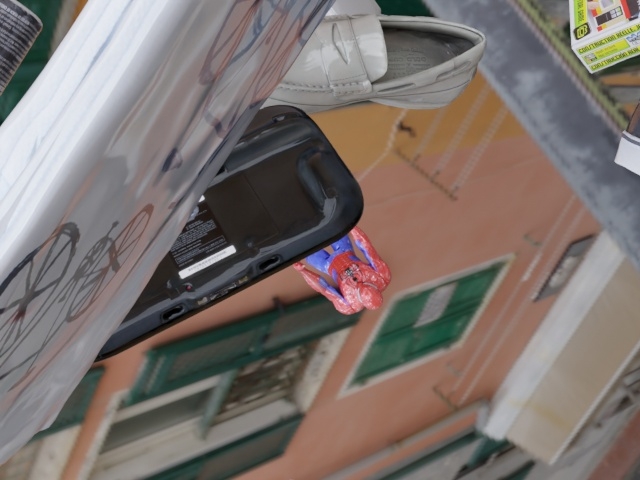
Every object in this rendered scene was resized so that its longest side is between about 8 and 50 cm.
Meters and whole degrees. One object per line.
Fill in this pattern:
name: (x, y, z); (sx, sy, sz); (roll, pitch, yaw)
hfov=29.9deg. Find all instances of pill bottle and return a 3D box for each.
pill bottle: (-0.464, -0.203, 1.490); (0.130, 0.130, 0.245); (29, 86, 35)

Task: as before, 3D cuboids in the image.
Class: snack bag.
snack bag: (-0.083, -0.024, 0.499); (0.037, 0.323, 0.342); (34, 96, 0)

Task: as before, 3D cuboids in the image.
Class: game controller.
game controller: (-0.123, -0.010, 1.101); (0.166, 0.319, 0.067); (59, 171, 26)

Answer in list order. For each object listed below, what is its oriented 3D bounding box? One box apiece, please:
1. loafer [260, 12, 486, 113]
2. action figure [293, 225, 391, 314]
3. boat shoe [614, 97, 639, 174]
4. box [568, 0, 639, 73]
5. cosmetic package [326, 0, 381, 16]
loafer: (0.029, -0.198, 1.266); (0.111, 0.319, 0.112); (-48, 54, 53)
action figure: (0.000, 0.000, 1.490); (0.139, 0.091, 0.280); (49, 179, -31)
boat shoe: (0.357, -0.075, 0.985); (0.301, 0.108, 0.102); (-137, 58, -65)
box: (0.256, -0.239, 0.963); (0.114, 0.036, 0.207); (-21, 46, 32)
cosmetic package: (-0.124, -0.249, 1.548); (0.365, 0.155, 0.197); (-25, 121, 23)
